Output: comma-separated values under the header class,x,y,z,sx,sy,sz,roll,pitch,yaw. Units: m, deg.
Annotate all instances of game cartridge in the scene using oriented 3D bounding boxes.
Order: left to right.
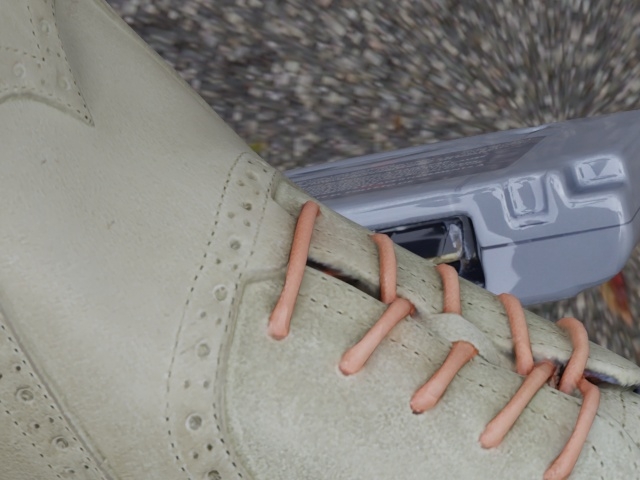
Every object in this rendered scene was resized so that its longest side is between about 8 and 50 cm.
class,x,y,z,sx,sy,sz,roll,pitch,yaw
game cartridge,0.000,0.000,0.793,0.294,0.196,0.060,-10,102,19

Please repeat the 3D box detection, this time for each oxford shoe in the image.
class,x,y,z,sx,sy,sz,roll,pitch,yaw
oxford shoe,0.003,0.030,0.456,0.146,0.140,0.397,-19,127,33
